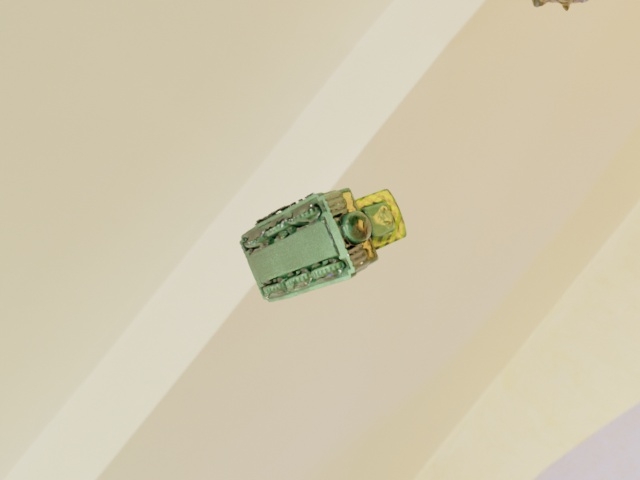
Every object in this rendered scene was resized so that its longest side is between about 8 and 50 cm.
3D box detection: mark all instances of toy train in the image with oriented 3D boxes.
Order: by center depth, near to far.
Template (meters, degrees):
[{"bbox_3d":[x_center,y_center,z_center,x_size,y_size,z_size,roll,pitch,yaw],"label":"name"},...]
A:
[{"bbox_3d":[0.000,0.000,0.949,0.178,0.330,0.139,-21,-91,-34],"label":"toy train"}]

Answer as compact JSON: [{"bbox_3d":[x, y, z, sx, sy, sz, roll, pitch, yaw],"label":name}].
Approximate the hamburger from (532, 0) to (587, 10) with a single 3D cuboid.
[{"bbox_3d":[0.176,-0.322,0.469,0.290,0.291,0.225,8,-67,-29],"label":"hamburger"}]
